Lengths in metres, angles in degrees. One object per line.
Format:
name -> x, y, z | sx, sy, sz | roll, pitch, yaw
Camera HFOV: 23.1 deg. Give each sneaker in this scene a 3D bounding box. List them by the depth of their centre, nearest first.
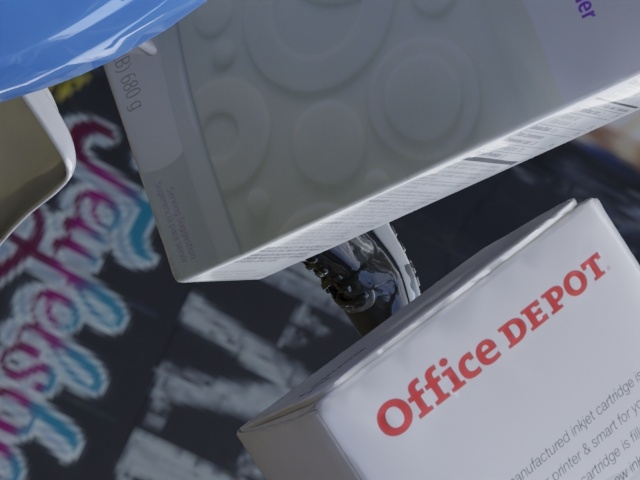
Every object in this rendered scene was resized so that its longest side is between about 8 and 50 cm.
sneaker -> 0.000, 0.000, 1.518 | 0.124, 0.283, 0.107 | -23, -173, -29

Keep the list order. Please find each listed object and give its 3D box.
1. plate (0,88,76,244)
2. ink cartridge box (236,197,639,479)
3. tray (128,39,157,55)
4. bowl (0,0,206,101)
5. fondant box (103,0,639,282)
plate -> -0.308, -0.135, 1.306 | 0.045, 0.278, 0.277 | -32, 179, -32
ink cartridge box -> 0.095, 0.117, 0.635 | 0.160, 0.219, 0.092 | -34, -178, -27
tray -> -0.215, -0.139, 0.717 | 0.145, 0.270, 0.030 | 26, 79, -79
bowl -> -0.140, -0.235, 0.480 | 0.391, 0.391, 0.077 | -62, 158, 6
fondant box -> 0.041, -0.147, 0.788 | 0.330, 0.238, 0.096 | -24, 169, 24
